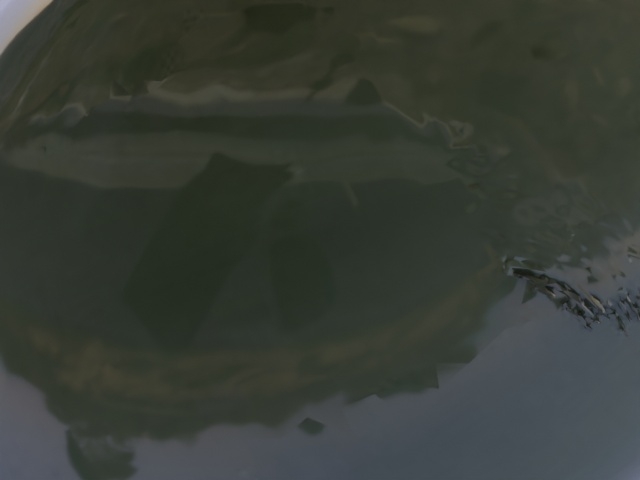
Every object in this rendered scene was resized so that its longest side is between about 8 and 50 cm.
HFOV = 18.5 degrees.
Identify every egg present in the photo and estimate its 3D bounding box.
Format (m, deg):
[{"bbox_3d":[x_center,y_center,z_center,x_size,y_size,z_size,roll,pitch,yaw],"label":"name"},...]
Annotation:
[{"bbox_3d":[0.000,0.000,0.521,0.283,0.203,0.203,-29,-144,33],"label":"egg"}]
